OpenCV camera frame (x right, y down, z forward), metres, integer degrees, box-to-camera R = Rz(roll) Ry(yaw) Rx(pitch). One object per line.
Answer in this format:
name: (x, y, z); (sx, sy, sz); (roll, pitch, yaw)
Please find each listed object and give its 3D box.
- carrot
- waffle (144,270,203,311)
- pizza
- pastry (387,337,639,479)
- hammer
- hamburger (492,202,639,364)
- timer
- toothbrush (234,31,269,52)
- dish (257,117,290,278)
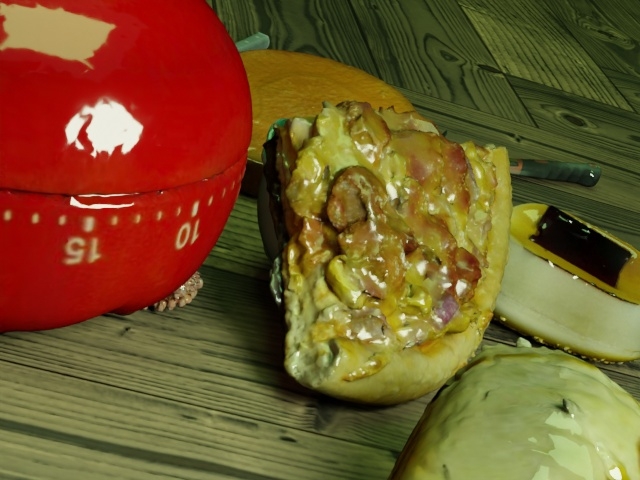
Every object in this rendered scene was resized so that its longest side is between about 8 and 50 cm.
carrot: (-0.032, -0.122, 1.663); (0.258, 0.100, 0.307); (37, 35, 30)
waffle: (-0.146, 0.034, 1.276); (0.075, 0.029, 0.083); (27, 28, 24)
pizza: (0.067, -0.008, 1.307); (0.277, 0.114, 0.409); (59, 36, -7)
pastry: (0.168, 0.182, 1.037); (0.237, 0.170, 0.256); (21, 28, 8)
hammer: (0.263, -0.096, 1.912); (0.288, 0.033, 0.111); (4, 29, -35)
hamburger: (0.249, 0.049, 1.483); (0.210, 0.116, 0.173); (26, 31, 3)
timer: (-0.243, -0.105, 1.170); (0.378, 0.279, 0.378); (10, 25, -4)
toothbrush: (-0.129, -0.233, 1.890); (0.025, 0.030, 0.342); (25, 23, 8)
dish: (0.000, 0.000, 1.371); (0.224, 0.078, 0.246); (47, 40, -15)
